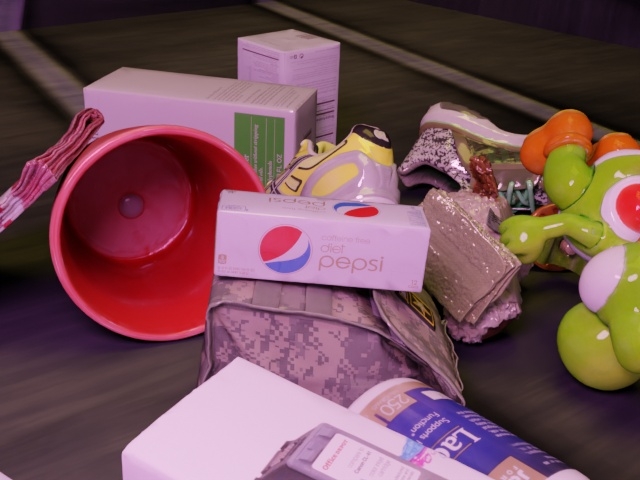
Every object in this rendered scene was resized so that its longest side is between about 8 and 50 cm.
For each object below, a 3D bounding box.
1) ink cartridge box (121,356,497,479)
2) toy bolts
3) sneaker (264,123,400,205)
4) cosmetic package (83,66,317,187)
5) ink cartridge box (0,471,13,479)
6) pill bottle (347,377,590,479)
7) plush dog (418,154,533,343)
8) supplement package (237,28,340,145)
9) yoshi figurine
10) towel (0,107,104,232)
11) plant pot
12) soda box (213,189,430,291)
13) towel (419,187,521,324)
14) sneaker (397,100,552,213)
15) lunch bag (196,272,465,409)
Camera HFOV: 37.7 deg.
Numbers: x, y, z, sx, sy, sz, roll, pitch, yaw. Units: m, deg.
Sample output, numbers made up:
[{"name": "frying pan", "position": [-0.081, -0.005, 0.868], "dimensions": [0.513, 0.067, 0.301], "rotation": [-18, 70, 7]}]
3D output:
[{"name": "ink cartridge box", "position": [0.026, 0.247, 0.608], "dimensions": [0.306, 0.226, 0.131], "rotation": [20, 32, 26]}, {"name": "toy bolts", "position": [0.430, -0.035, 1.374], "dimensions": [0.228, 0.218, 0.158], "rotation": [21, 13, -4]}, {"name": "sneaker", "position": [-0.009, -0.049, 1.255], "dimensions": [0.145, 0.147, 0.384], "rotation": [16, -14, -31]}, {"name": "cosmetic package", "position": [-0.199, -0.169, 1.585], "dimensions": [0.365, 0.197, 0.155], "rotation": [6, 25, 12]}, {"name": "ink cartridge box", "position": [-0.404, 0.237, 0.823], "dimensions": [0.232, 0.066, 0.189], "rotation": [23, 31, 29]}, {"name": "pill bottle", "position": [0.135, 0.232, 0.766], "dimensions": [0.153, 0.153, 0.264], "rotation": [-19, 32, -40]}, {"name": "plush dog", "position": [0.147, 0.011, 1.261], "dimensions": [0.225, 0.211, 0.262], "rotation": [-14, 18, 22]}, {"name": "supplement package", "position": [-0.061, -0.245, 1.708], "dimensions": [0.134, 0.244, 0.139], "rotation": [-19, 33, -38]}, {"name": "yoshi figurine", "position": [0.332, 0.029, 1.133], "dimensions": [0.203, 0.203, 0.362], "rotation": [-14, 47, 14]}, {"name": "towel", "position": [-0.419, -0.030, 1.183], "dimensions": [0.329, 0.037, 0.237], "rotation": [-38, 17, 16]}, {"name": "plant pot", "position": [-0.228, -0.031, 1.227], "dimensions": [0.275, 0.275, 0.243], "rotation": [-7, 16, -22]}, {"name": "soda box", "position": [0.000, 0.000, 0.964], "dimensions": [0.216, 0.074, 0.069], "rotation": [5, 21, -3]}, {"name": "towel", "position": [0.160, 0.019, 1.129], "dimensions": [0.148, 0.110, 0.027], "rotation": [45, 24, 19]}, {"name": "sneaker", "position": [0.304, -0.089, 1.592], "dimensions": [0.410, 0.158, 0.182], "rotation": [25, 63, 37]}, {"name": "lunch bag", "position": [0.016, 0.104, 1.036], "dimensions": [0.287, 0.169, 0.235], "rotation": [9, 20, -5]}]
